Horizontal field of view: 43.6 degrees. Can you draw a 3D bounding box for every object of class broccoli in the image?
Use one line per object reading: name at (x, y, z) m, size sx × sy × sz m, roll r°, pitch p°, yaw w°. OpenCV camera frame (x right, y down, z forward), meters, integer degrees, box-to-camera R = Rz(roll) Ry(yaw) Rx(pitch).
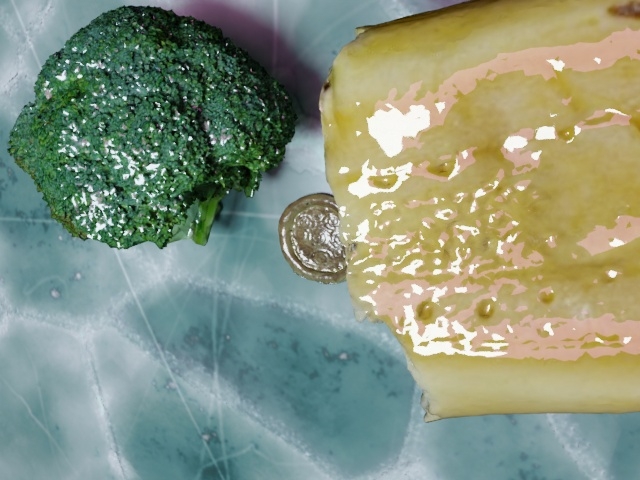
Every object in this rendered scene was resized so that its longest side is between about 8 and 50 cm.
broccoli at (-0.178, -0.107, 0.863) m, size 0.308 × 0.308 × 0.275 m, roll 17°, pitch 134°, yaw 21°

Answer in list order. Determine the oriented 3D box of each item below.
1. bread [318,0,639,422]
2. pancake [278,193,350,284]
bread at (0.232, -0.042, 0.687) m, size 0.394 × 0.250 × 0.361 m, roll -9°, pitch 100°, yaw 23°
pancake at (0.001, 0.000, 0.929) m, size 0.115 × 0.011 × 0.114 m, roll 6°, pitch 104°, yaw 26°
